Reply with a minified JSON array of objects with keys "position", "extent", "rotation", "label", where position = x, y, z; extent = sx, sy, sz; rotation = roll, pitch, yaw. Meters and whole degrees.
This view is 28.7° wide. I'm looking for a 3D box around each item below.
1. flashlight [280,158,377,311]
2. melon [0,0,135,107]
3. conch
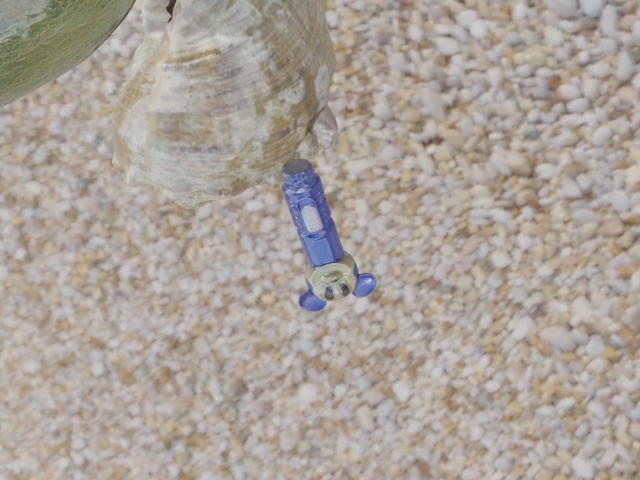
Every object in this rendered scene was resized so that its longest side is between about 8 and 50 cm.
[{"position":[0.000,0.000,0.847],"extent":[0.057,0.035,0.121],"rotation":[-17,126,2],"label":"flashlight"},{"position":[-0.148,-0.108,0.497],"extent":[0.167,0.114,0.114],"rotation":[-22,92,6],"label":"melon"},{"position":[-0.082,-0.198,1.251],"extent":[0.352,0.210,0.297],"rotation":[-59,36,18],"label":"conch"}]
